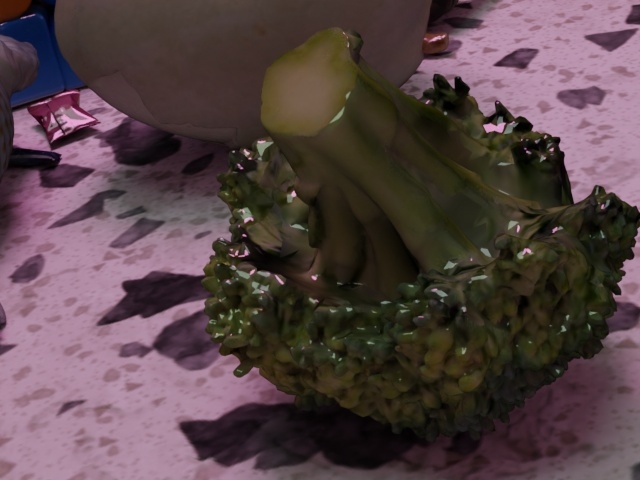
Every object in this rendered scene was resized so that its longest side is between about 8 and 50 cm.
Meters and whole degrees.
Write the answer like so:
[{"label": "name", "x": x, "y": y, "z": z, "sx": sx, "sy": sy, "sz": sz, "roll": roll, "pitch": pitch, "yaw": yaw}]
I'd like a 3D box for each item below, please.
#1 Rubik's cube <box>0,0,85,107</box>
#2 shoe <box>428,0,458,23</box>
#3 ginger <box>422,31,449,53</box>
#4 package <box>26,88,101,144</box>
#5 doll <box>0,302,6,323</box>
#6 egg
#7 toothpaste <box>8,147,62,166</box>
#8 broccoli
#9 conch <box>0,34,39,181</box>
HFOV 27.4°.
[{"label": "Rubik's cube", "x": -0.313, "y": -0.353, "z": 1.498, "sx": 0.292, "sy": 0.290, "sz": 0.291, "roll": -20, "pitch": 30, "yaw": -12}, {"label": "shoe", "x": 0.061, "y": -0.315, "z": 1.493, "sx": 0.293, "sy": 0.109, "sz": 0.149, "roll": 18, "pitch": 37, "yaw": 37}, {"label": "ginger", "x": 0.093, "y": -0.212, "z": 1.370, "sx": 0.097, "sy": 0.030, "sz": 0.048, "roll": 3, "pitch": 60, "yaw": 28}, {"label": "package", "x": -0.263, "y": -0.127, "z": 1.350, "sx": 0.059, "sy": 0.029, "sz": 0.083, "roll": -24, "pitch": 40, "yaw": -14}, {"label": "doll", "x": -0.336, "y": 0.055, "z": 1.014, "sx": 0.180, "sy": 0.079, "sz": 0.094, "roll": 3, "pitch": 15, "yaw": 1}, {"label": "egg", "x": -0.071, "y": -0.219, "z": 1.187, "sx": 0.336, "sy": 0.278, "sz": 0.278, "roll": -11, "pitch": 29, "yaw": -5}, {"label": "toothpaste", "x": -0.295, "y": -0.082, "z": 1.292, "sx": 0.083, "sy": 0.019, "sz": 0.027, "roll": 1, "pitch": 14, "yaw": 14}, {"label": "broccoli", "x": 0.048, "y": 0.004, "z": 0.818, "sx": 0.288, "sy": 0.235, "sz": 0.260, "roll": -1, "pitch": -5, "yaw": 35}, {"label": "conch", "x": -0.402, "y": -0.098, "z": 1.170, "sx": 0.303, "sy": 0.215, "sz": 0.319, "roll": 13, "pitch": 6, "yaw": 28}]
